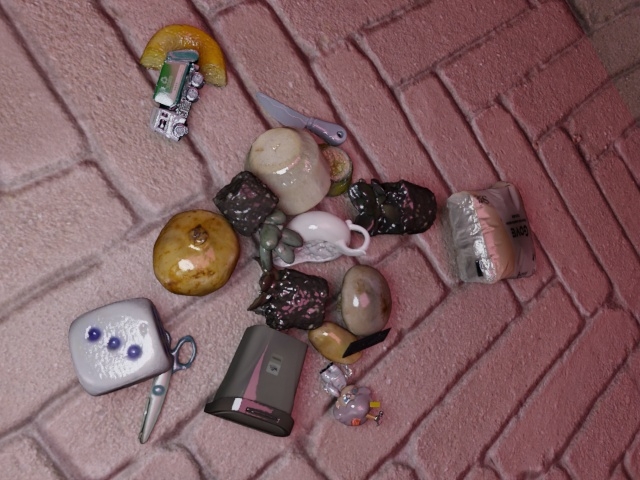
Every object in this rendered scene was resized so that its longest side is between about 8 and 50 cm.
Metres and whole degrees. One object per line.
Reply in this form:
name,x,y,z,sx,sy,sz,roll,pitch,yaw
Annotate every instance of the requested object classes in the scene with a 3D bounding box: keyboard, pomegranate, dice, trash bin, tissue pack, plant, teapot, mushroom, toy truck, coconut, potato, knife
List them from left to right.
dice,-0.481,0.258,1.099,0.192,0.194,0.193,-17,76,-16
toy truck,-0.403,-0.413,1.275,0.124,0.114,0.253,20,98,-18
pomegranate,-0.329,0.033,1.200,0.248,0.248,0.248,4,79,-23
trash bin,-0.161,0.380,1.229,0.220,0.219,0.250,28,64,-19
plant,-0.154,-0.049,1.206,0.146,0.149,0.274,-32,116,5
plant,-0.097,0.167,1.304,0.234,0.178,0.204,14,79,-17
coconut,-0.092,-0.202,1.347,0.237,0.266,0.237,-9,60,17
knife,-0.067,-0.397,1.499,0.331,0.044,0.080,20,76,-13
teapot,0.000,0.000,1.351,0.204,0.298,0.139,59,25,-47
potato,0.043,0.312,1.370,0.178,0.118,0.109,35,88,-11
mushroom,0.127,0.189,1.401,0.178,0.226,0.226,-13,84,19
keyboard,0.141,0.303,1.340,0.198,0.063,0.010,-7,41,-46
plant,0.236,-0.110,1.488,0.276,0.188,0.198,4,85,-25
tissue pack,0.637,-0.023,1.657,0.376,0.195,0.390,-11,85,-37

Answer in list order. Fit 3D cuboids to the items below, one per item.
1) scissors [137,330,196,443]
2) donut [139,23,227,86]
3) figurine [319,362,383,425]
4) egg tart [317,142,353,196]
scissors,-0.428,0.387,1.197,0.138,0.041,0.289,19,70,-18
donut,-0.402,-0.576,1.359,0.259,0.101,0.152,7,72,-18
figurine,0.083,0.478,1.367,0.137,0.112,0.229,-34,82,-32
egg tart,0.031,-0.239,1.488,0.197,0.078,0.197,4,79,-20
